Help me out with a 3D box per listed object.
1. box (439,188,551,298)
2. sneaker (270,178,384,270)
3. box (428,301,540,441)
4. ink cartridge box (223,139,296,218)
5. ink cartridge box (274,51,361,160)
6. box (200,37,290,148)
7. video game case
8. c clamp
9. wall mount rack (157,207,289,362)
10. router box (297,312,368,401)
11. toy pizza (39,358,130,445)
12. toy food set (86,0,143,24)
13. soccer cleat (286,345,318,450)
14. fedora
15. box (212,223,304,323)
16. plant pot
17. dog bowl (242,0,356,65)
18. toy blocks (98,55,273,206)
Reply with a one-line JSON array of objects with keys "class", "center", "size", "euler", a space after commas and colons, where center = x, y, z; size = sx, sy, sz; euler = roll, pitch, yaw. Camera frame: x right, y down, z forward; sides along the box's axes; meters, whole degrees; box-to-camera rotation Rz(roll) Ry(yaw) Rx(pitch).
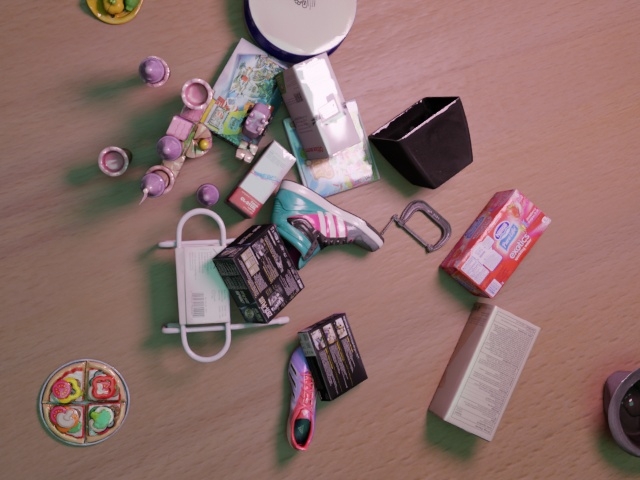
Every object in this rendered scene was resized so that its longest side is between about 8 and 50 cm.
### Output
[{"class": "box", "center": [0.440, 0.008, 1.809], "size": [0.128, 0.122, 0.257], "euler": [40, 83, -9]}, {"class": "sneaker", "center": [0.000, 0.000, 1.706], "size": [0.295, 0.124, 0.178], "euler": [29, 79, -17]}, {"class": "box", "center": [0.410, 0.326, 1.804], "size": [0.148, 0.121, 0.311], "euler": [28, 85, -10]}, {"class": "ink cartridge box", "center": [-0.143, -0.141, 1.687], "size": [0.072, 0.127, 0.175], "euler": [38, 83, -10]}, {"class": "ink cartridge box", "center": [-0.009, -0.305, 1.662], "size": [0.093, 0.160, 0.219], "euler": [-26, 103, -15]}, {"class": "box", "center": [-0.178, -0.343, 1.722], "size": [0.159, 0.044, 0.233], "euler": [30, 84, -10]}, {"class": "video game case", "center": [0.027, -0.224, 1.775], "size": [0.193, 0.023, 0.212], "euler": [-18, 94, -11]}, {"class": "c clamp", "center": [0.251, -0.028, 1.826], "size": [0.161, 0.022, 0.137], "euler": [35, 78, -8]}, {"class": "wall mount rack", "center": [-0.223, 0.099, 1.679], "size": [0.304, 0.130, 0.350], "euler": [-2, 91, -8]}, {"class": "router box", "center": [0.031, 0.281, 1.738], "size": [0.133, 0.046, 0.179], "euler": [-22, 95, -40]}, {"class": "toy pizza", "center": [-0.544, 0.375, 1.654], "size": [0.201, 0.032, 0.201], "euler": [0, 90, -12]}, {"class": "toy food set", "center": [-0.461, -0.611, 1.650], "size": [0.128, 0.071, 0.218], "euler": [20, 86, -11]}, {"class": "soccer cleat", "center": [-0.039, 0.381, 1.726], "size": [0.083, 0.095, 0.248], "euler": [6, 89, -11]}, {"class": "fedora", "center": [0.836, 0.432, 1.890], "size": [0.244, 0.124, 0.275], "euler": [-42, 106, -7]}, {"class": "box", "center": [-0.138, 0.075, 1.630], "size": [0.147, 0.077, 0.180], "euler": [-45, 119, -38]}, {"class": "plant pot", "center": [0.262, -0.232, 1.753], "size": [0.188, 0.187, 0.167], "euler": [-37, 110, -9]}, {"class": "dog bowl", "center": [-0.050, -0.560, 1.718], "size": [0.265, 0.104, 0.265], "euler": [0, 90, -12]}, {"class": "toy blocks", "center": [-0.294, -0.217, 1.557], "size": [0.309, 0.260, 0.288], "euler": [25, 99, -9]}]
